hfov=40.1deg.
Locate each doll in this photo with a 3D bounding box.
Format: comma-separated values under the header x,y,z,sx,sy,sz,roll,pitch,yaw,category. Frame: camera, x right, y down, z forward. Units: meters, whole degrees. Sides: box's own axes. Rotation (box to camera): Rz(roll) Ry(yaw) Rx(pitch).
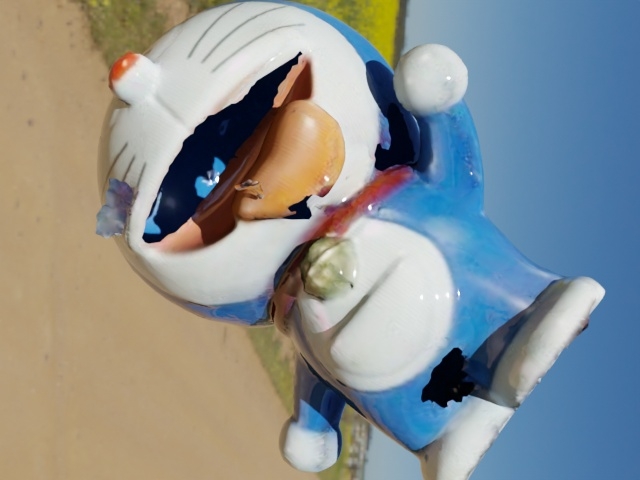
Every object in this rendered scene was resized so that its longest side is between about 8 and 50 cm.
x,y,z,sx,sy,sz,roll,pitch,yaw,category
0.000,0.000,0.417,0.215,0.257,0.161,-58,157,18,doll
